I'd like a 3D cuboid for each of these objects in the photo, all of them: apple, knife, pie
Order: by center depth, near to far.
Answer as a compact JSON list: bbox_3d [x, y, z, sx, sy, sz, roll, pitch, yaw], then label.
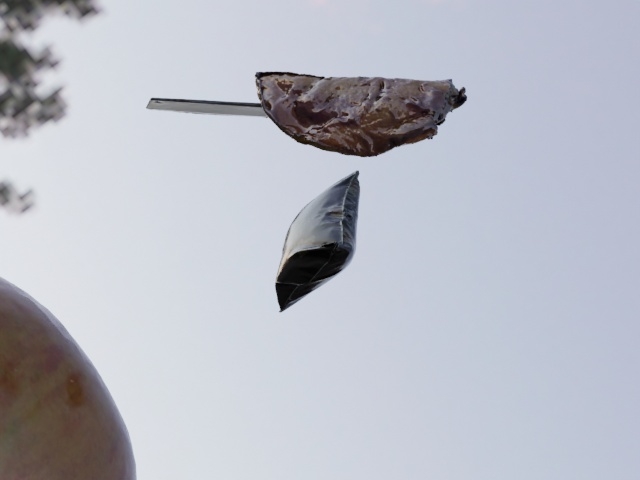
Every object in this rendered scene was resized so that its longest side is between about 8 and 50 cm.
[{"bbox_3d":[0.031,-0.102,1.547,0.170,0.092,0.034,0,-42,2],"label":"pie"},{"bbox_3d":[-0.352,0.196,1.703,0.400,0.333,0.400,11,-60,21],"label":"apple"},{"bbox_3d":[-0.082,-0.155,2.320,0.072,0.245,0.019,146,-54,-78],"label":"knife"}]

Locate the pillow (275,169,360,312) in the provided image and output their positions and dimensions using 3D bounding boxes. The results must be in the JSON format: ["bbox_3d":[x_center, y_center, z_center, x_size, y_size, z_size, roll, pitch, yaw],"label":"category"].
[{"bbox_3d":[0.000,0.001,1.762,0.048,0.090,0.150,54,20,-20],"label":"pillow"}]
